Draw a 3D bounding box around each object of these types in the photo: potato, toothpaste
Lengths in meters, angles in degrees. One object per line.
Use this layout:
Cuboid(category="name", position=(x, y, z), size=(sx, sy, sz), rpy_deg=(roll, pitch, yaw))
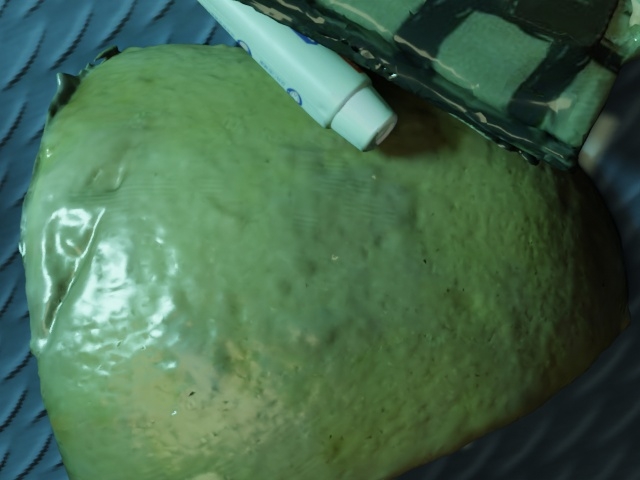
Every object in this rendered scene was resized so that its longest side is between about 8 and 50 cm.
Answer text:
Cuboid(category="potato", position=(0.001, 0.009, 0.941), size=(0.264, 0.189, 0.211), rpy_deg=(-8, 111, 17))
Cuboid(category="toothpaste", position=(-0.048, -0.124, 0.935), size=(0.218, 0.052, 0.033), rpy_deg=(44, 104, 12))

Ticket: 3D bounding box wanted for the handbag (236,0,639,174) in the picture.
Cuboid(category="handbag", position=(0.055, -0.233, 0.836), size=(0.327, 0.162, 0.325), rpy_deg=(31, 120, -8))
